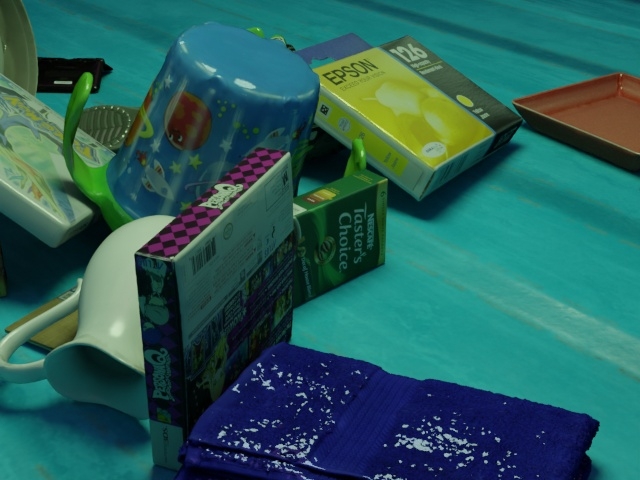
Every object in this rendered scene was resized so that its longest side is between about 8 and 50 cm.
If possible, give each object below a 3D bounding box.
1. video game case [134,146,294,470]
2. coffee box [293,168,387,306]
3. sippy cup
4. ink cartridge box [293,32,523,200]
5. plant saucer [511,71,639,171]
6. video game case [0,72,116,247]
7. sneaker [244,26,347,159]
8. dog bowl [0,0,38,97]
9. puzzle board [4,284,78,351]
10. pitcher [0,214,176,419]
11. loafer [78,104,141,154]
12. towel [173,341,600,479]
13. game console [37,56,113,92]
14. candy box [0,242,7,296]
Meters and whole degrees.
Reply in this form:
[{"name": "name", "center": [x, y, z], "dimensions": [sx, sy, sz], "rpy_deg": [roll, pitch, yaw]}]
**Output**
[{"name": "video game case", "center": [-0.085, 0.054, 0.903], "dimensions": [0.042, 0.210, 0.232], "rpy_deg": [10, 30, 19]}, {"name": "coffee box", "center": [0.000, 0.000, 1.112], "dimensions": [0.184, 0.113, 0.040], "rpy_deg": [-23, 34, -39]}, {"name": "sippy cup", "center": [-0.111, -0.113, 1.136], "dimensions": [0.240, 0.224, 0.305], "rpy_deg": [42, 35, 26]}, {"name": "ink cartridge box", "center": [0.097, -0.205, 1.410], "dimensions": [0.307, 0.072, 0.303], "rpy_deg": [40, 36, 14]}, {"name": "plant saucer", "center": [0.467, -0.179, 1.529], "dimensions": [0.258, 0.047, 0.259], "rpy_deg": [-18, 34, -31]}, {"name": "video game case", "center": [-0.385, -0.131, 1.191], "dimensions": [0.329, 0.036, 0.300], "rpy_deg": [36, 15, -2]}, {"name": "sneaker", "center": [-0.069, -0.216, 1.483], "dimensions": [0.134, 0.146, 0.343], "rpy_deg": [-14, 33, -26]}, {"name": "dog bowl", "center": [-0.549, -0.251, 1.357], "dimensions": [0.102, 0.348, 0.349], "rpy_deg": [1, 24, 33]}, {"name": "puzzle board", "center": [-0.251, 0.081, 1.062], "dimensions": [0.096, 0.011, 0.128], "rpy_deg": [15, 30, 28]}, {"name": "pitcher", "center": [-0.204, 0.067, 0.979], "dimensions": [0.178, 0.125, 0.207], "rpy_deg": [5, 39, 13]}, {"name": "loafer", "center": [-0.257, -0.136, 1.414], "dimensions": [0.251, 0.087, 0.094], "rpy_deg": [-4, 52, 14]}, {"name": "towel", "center": [0.058, 0.172, 0.825], "dimensions": [0.308, 0.076, 0.227], "rpy_deg": [11, 30, 20]}, {"name": "game console", "center": [-0.430, -0.279, 1.742], "dimensions": [0.122, 0.071, 0.107], "rpy_deg": [1, 58, 2]}, {"name": "candy box", "center": [-0.439, 0.014, 1.079], "dimensions": [0.187, 0.109, 0.053], "rpy_deg": [-7, 29, -15]}]
